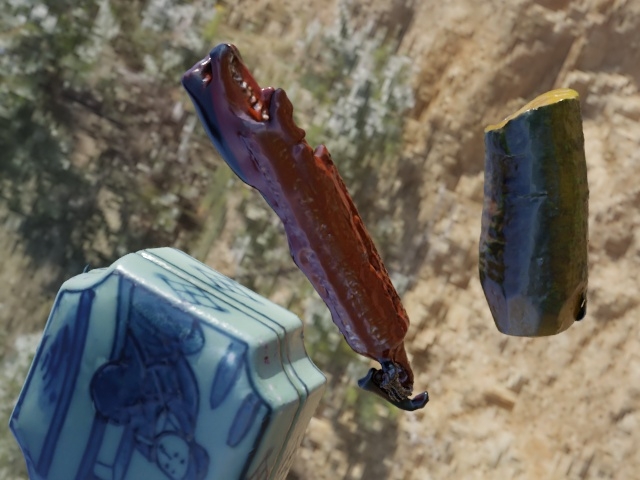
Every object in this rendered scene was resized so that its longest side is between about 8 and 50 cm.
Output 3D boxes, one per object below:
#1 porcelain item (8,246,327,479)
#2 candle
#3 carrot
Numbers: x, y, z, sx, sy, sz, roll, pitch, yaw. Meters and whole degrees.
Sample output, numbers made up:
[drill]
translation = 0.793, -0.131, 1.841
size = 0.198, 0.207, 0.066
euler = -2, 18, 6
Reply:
[porcelain item]
translation = -0.163, 0.170, 1.305
size = 0.281, 0.285, 0.157
euler = -65, -17, 16
[candle]
translation = 0.000, 0.000, 0.847
size = 0.059, 0.302, 0.084
euler = -35, 24, -15
[carrot]
translation = 0.151, -0.018, 0.890
size = 0.082, 0.082, 0.173
euler = -55, -39, -77
